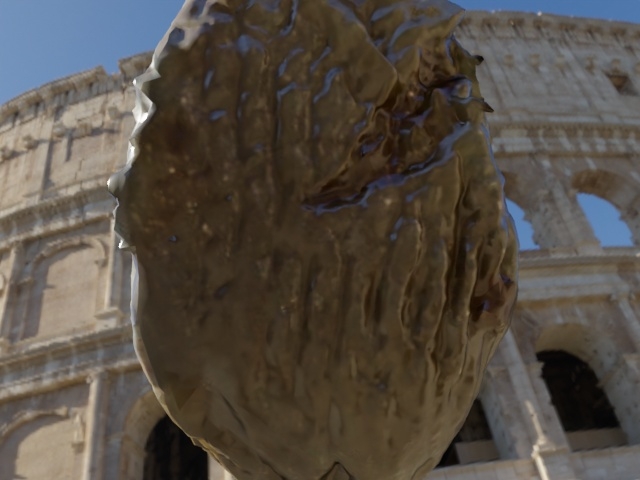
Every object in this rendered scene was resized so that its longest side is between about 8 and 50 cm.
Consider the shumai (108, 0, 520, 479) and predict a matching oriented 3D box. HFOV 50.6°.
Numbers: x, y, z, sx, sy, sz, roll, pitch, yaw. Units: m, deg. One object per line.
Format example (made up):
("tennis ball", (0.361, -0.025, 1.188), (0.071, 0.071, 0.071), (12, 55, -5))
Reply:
("shumai", (0.001, 0.000, 0.484), (0.217, 0.346, 0.283), (-10, -5, 1))
